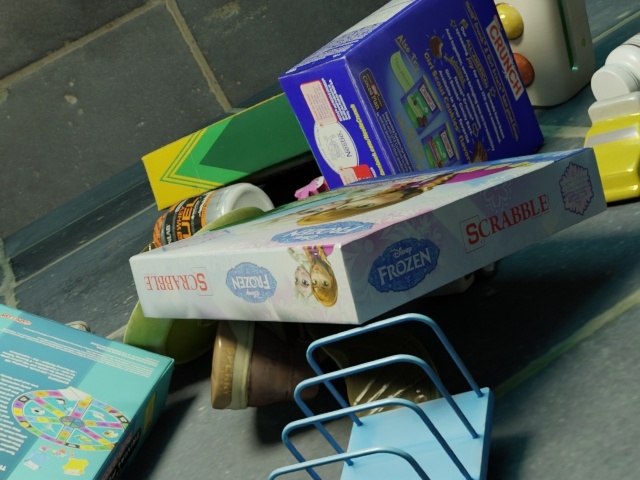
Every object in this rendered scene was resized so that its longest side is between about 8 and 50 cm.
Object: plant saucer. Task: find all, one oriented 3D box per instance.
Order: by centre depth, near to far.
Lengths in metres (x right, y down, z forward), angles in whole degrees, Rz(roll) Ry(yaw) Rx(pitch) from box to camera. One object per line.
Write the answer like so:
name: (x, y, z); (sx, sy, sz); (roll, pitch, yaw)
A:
plant saucer: (-0.132, 0.067, 1.201); (0.241, 0.037, 0.241); (-44, -21, -22)

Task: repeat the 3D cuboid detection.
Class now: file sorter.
file sorter: (0.038, 0.151, 0.693); (0.118, 0.104, 0.170); (-20, 32, 29)

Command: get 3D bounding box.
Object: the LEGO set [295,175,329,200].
LEGO set: (0.000, 0.000, 1.321); (0.093, 0.087, 0.227); (-26, 22, 16)

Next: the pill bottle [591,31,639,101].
pill bottle: (0.426, -0.227, 1.306); (0.152, 0.086, 0.086); (-35, 17, -20)

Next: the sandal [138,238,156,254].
sandal: (-0.250, 0.008, 1.747); (0.180, 0.072, 0.049); (-41, -1, -26)

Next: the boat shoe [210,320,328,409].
boat shoe: (-0.033, 0.096, 1.069); (0.123, 0.123, 0.342); (4, 8, 2)

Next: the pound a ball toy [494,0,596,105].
pound a ball toy: (0.278, -0.326, 1.522); (0.208, 0.319, 0.135); (13, 42, 44)

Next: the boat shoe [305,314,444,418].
boat shoe: (0.059, 0.117, 0.877); (0.080, 0.073, 0.223); (-42, 36, 1)

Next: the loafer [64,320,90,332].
loafer: (-0.420, 0.162, 1.578); (0.125, 0.045, 0.039); (-23, 24, 9)

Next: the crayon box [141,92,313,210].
crayon box: (-0.074, -0.166, 1.739); (0.313, 0.106, 0.363); (-20, 0, 29)

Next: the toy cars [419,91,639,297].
toy cars: (0.247, -0.068, 1.110); (0.393, 0.087, 0.176); (-29, 16, -1)

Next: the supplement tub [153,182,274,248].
supplement tub: (-0.168, -0.017, 1.579); (0.190, 0.117, 0.117); (-13, 22, 43)

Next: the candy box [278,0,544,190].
candy box: (0.128, -0.161, 1.262); (0.122, 0.268, 0.317); (-6, 26, 45)

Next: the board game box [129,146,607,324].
board game box: (0.038, -0.005, 0.936); (0.318, 0.066, 0.318); (-21, 10, -38)

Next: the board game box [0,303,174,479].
board game box: (-0.323, 0.195, 1.003); (0.253, 0.079, 0.336); (17, 26, 5)
